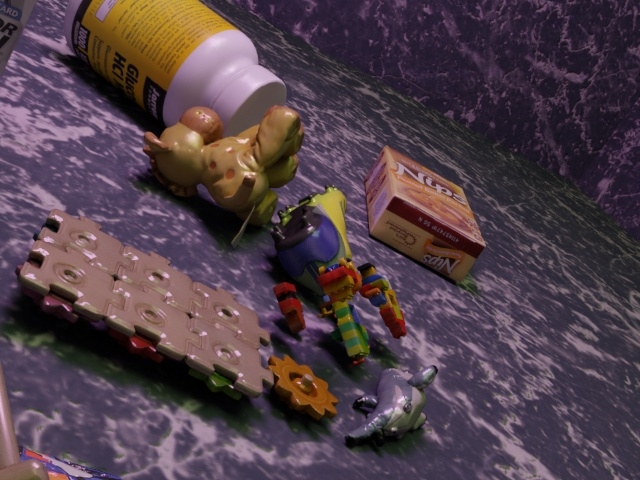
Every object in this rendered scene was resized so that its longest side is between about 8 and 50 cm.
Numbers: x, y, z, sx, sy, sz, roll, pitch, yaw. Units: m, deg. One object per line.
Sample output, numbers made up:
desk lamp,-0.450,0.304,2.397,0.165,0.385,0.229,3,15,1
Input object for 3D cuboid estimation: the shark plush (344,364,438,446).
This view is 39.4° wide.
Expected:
shark plush,0.066,0.185,0.949,0.067,0.073,0.161,19,35,22

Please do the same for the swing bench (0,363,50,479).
swing bench,-0.298,0.057,0.417,0.253,0.255,0.165,55,-4,47

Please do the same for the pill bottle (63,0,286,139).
pill bottle,-0.221,-0.279,1.384,0.334,0.188,0.188,38,20,18

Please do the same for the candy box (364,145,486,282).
candy box,0.180,-0.056,1.615,0.183,0.087,0.316,29,19,-9

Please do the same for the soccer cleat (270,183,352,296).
soccer cleat,-0.001,0.001,1.235,0.121,0.093,0.289,59,13,-9

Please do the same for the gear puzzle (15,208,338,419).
gear puzzle,-0.128,0.089,0.863,0.339,0.044,0.175,29,17,-17

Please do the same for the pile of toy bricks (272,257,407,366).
pile of toy bricks,0.032,0.094,1.030,0.105,0.118,0.212,69,14,16

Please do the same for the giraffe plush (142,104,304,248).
giraffe plush,-0.139,-0.106,1.187,0.170,0.181,0.210,25,52,10

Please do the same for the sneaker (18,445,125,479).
sneaker,-0.182,0.166,0.545,0.221,0.083,0.087,24,-7,-7

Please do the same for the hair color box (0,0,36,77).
hair color box,-0.400,-0.331,1.000,0.185,0.338,0.110,22,21,-27
